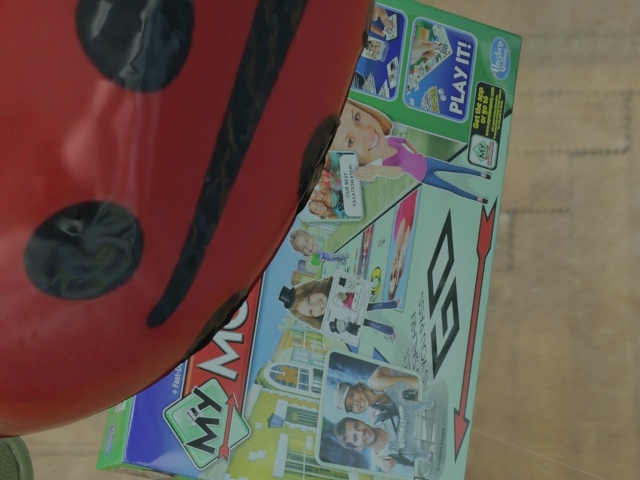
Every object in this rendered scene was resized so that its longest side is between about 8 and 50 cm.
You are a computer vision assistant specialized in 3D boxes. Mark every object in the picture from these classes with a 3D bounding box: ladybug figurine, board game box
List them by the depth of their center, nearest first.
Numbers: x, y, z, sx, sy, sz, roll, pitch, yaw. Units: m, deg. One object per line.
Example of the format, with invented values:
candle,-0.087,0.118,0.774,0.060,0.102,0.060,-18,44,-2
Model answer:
ladybug figurine,-0.084,-0.108,0.890,0.162,0.305,0.449,10,78,31
board game box,0.000,0.000,1.155,0.213,0.046,0.317,15,73,-23

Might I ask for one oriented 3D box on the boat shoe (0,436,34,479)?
boat shoe,-0.253,0.258,1.212,0.113,0.103,0.302,17,77,-1
